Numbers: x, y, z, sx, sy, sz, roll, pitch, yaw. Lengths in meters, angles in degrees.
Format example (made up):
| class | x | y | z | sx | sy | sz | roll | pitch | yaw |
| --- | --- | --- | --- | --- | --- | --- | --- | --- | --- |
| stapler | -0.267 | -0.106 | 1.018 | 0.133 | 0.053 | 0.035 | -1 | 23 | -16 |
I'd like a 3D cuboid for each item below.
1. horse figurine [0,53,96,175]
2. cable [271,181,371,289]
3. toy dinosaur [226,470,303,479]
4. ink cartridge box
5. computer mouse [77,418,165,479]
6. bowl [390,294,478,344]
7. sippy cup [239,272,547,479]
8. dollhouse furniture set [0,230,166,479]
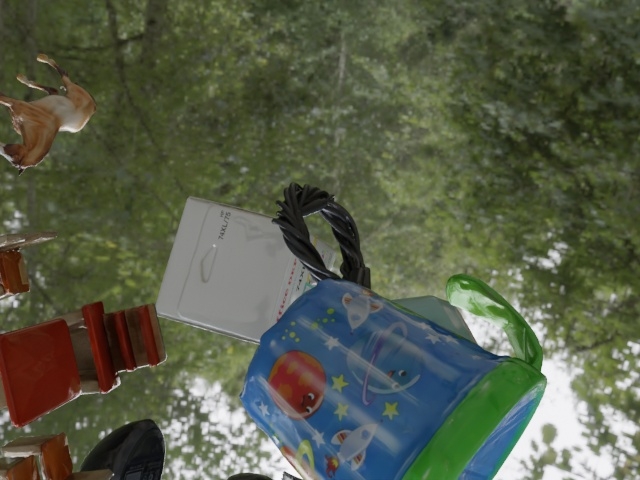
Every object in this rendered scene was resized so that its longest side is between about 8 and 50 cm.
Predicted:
| class | x | y | z | sx | sy | sz | roll | pitch | yaw |
| --- | --- | --- | --- | --- | --- | --- | --- | --- | --- |
| horse figurine | -0.435 | -0.211 | 1.310 | 0.174 | 0.066 | 0.263 | 39 | -149 | 6 |
| cable | 0.000 | 0.000 | 0.971 | 0.150 | 0.047 | 0.184 | 43 | -154 | -22 |
| toy dinosaur | -0.077 | 0.378 | 1.136 | 0.313 | 0.121 | 0.160 | 17 | -141 | -42 |
| ink cartridge box | -0.116 | 0.065 | 1.401 | 0.197 | 0.198 | 0.270 | 15 | 175 | 16 |
| computer mouse | -0.254 | 0.332 | 0.950 | 0.072 | 0.272 | 0.188 | 11 | 171 | 19 |
| bowl | 0.183 | 0.215 | 1.372 | 0.163 | 0.311 | 0.311 | -26 | -157 | 0 |
| sippy cup | 0.055 | 0.158 | 0.788 | 0.224 | 0.240 | 0.305 | 36 | -156 | 24 |
| dollhouse furniture set | -0.258 | 0.119 | 0.835 | 0.135 | 0.262 | 0.259 | -13 | -179 | 4 |
